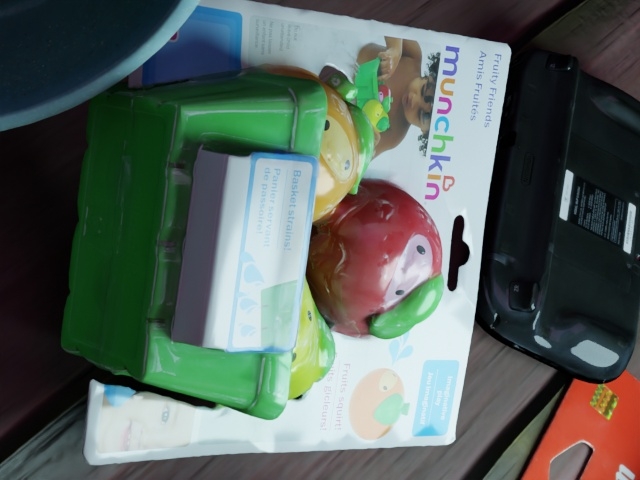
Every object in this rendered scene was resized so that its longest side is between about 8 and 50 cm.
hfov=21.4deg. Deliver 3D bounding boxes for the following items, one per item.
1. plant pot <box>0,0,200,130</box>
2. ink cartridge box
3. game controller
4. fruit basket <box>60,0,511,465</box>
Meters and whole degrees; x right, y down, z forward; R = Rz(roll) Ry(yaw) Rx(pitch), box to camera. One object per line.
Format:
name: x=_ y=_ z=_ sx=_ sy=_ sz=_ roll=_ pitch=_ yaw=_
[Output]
plant pot: x=-0.259 y=-0.298 z=1.056 sx=0.341 sy=0.341 sz=0.334 roll=6 pitch=46 yaw=-30
ink cartridge box: x=0.280 y=0.237 z=1.391 sx=0.239 sy=0.060 sz=0.275 roll=42 pitch=50 yaw=-8
game controller: x=0.221 y=-0.027 z=1.503 sx=0.166 sy=0.067 sz=0.319 roll=32 pitch=52 yaw=-23
fruit basket: x=0.000 y=0.000 z=1.220 sx=0.353 sy=0.165 sz=0.327 roll=5 pitch=96 yaw=-34
